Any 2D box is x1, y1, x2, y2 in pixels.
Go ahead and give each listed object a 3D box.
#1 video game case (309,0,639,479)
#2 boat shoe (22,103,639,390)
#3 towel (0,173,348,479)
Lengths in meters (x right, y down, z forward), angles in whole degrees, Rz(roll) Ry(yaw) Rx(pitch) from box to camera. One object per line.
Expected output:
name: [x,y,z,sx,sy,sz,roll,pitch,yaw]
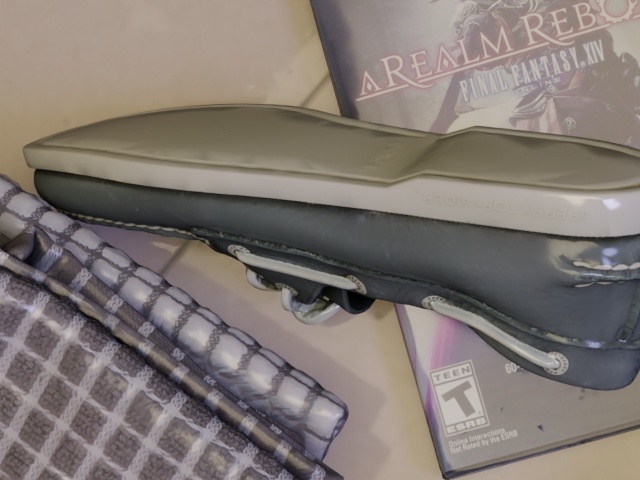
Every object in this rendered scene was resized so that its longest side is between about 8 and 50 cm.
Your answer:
video game case: [0.116,-0.044,0.800,0.196,0.026,0.274,-16,85,6]
boat shoe: [0.000,0.000,0.748,0.319,0.116,0.099,7,111,28]
towel: [-0.146,0.138,0.749,0.235,0.121,0.284,35,106,9]
